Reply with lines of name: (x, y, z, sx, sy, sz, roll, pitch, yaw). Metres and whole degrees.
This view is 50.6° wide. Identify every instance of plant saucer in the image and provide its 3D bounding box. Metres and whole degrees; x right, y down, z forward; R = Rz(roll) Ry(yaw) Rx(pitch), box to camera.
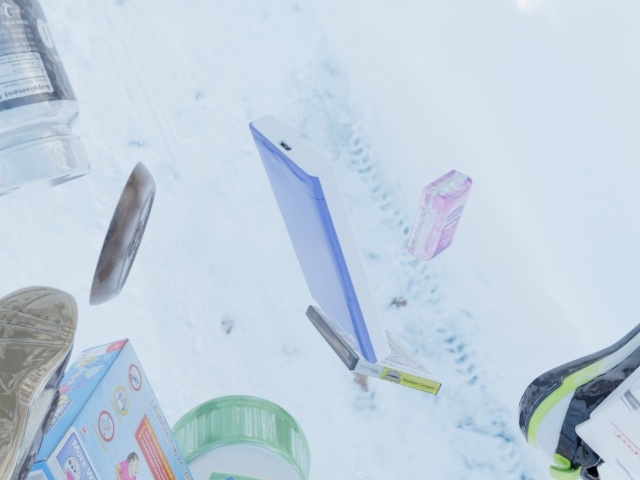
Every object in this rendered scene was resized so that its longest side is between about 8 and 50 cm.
plant saucer: (-0.396, -0.008, 1.385, 0.050, 0.310, 0.311, 20, 67, -10)

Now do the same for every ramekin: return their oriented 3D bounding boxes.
ramekin: (-0.161, 0.466, 1.298, 0.303, 0.148, 0.304, -2, 104, -7)

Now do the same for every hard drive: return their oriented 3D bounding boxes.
hard drive: (0.000, 0.000, 0.947, 0.040, 0.319, 0.210, -28, 37, -13)

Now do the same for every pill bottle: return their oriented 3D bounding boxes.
pill bottle: (-0.195, -0.098, 0.413, 0.078, 0.078, 0.137, -21, 96, -22)

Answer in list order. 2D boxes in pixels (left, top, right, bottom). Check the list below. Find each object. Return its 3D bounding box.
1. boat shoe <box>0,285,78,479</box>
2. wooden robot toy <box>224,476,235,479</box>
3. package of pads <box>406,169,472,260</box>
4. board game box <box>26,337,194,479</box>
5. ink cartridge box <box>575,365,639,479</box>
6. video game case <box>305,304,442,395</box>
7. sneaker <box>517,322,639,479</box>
boat shoe: (-0.319, 0.160, 0.689, 0.102, 0.092, 0.285, 10, 35, -12)
wooden robot toy: (-0.049, 0.266, 0.597, 0.173, 0.079, 0.076, 15, 75, 14)
package of pads: (0.114, -0.023, 0.655, 0.050, 0.083, 0.032, -29, 54, -37)
board game box: (-0.296, 0.346, 0.958, 0.086, 0.302, 0.309, -16, 107, 8)
ink cartridge box: (0.238, 0.114, 0.407, 0.060, 0.180, 0.104, -38, 70, -17)
video game case: (0.118, 0.251, 1.582, 0.248, 0.275, 0.035, 21, 101, -28)
sneaker: (0.276, 0.133, 0.560, 0.234, 0.084, 0.097, -25, 35, -13)
